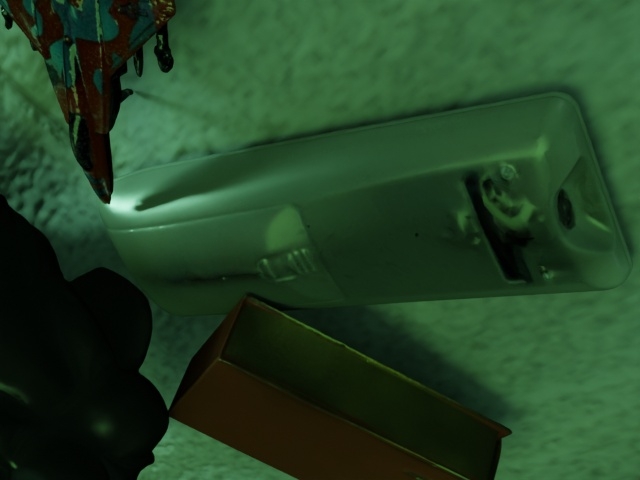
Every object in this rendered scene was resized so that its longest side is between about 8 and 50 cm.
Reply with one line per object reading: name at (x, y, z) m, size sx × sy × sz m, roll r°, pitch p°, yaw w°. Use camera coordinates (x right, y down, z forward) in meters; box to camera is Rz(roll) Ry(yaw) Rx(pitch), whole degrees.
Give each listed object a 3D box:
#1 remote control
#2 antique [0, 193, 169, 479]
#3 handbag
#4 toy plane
remote control at (0.000, 0.000, 0.495) m, size 0.313 × 0.055 × 0.109 m, roll -6°, pitch 124°, yaw 36°
antique at (-0.248, 0.081, 0.618) m, size 0.322 × 0.185 × 0.255 m, roll 51°, pitch 145°, yaw -11°
handbag at (0.009, 0.116, 0.567) m, size 0.190 × 0.062 × 0.127 m, roll 28°, pitch 147°, yaw -8°
toy plane at (-0.125, -0.100, 0.482) m, size 0.130 × 0.061 × 0.189 m, roll 16°, pitch 140°, yaw 19°
